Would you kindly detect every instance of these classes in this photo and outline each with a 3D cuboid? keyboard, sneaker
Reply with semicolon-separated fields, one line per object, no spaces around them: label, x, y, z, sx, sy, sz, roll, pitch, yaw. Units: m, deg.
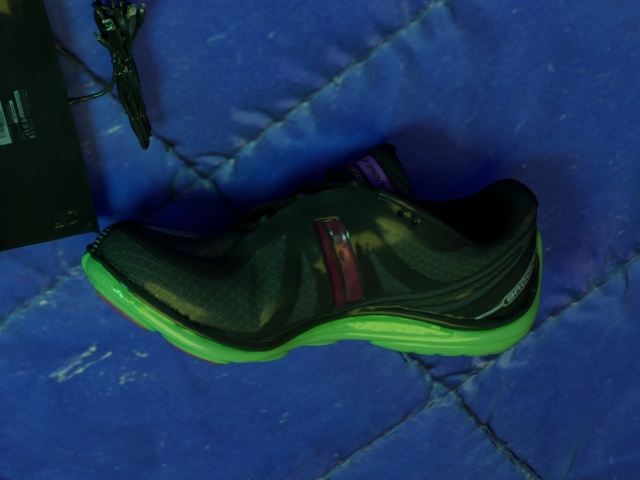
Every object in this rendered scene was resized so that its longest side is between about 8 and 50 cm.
keyboard;-0.238;-0.120;1.427;0.201;0.033;0.317;-12;137;-6
sneaker;0.000;0.000;1.584;0.482;0.185;0.202;-1;114;-29
